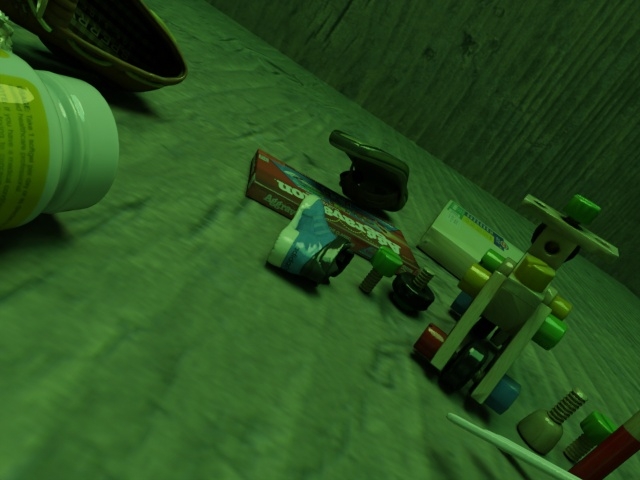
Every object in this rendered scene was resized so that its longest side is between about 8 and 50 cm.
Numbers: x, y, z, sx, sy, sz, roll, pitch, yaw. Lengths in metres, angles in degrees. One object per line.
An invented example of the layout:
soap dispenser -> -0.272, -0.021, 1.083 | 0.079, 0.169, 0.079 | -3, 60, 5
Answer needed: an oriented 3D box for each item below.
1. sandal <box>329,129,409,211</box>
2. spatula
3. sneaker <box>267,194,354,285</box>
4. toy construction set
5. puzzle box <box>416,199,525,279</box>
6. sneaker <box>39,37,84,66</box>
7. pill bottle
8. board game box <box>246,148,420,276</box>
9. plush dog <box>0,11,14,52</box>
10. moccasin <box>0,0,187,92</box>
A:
sandal -> 0.088, -0.093, 0.809 | 0.120, 0.086, 0.303 | 30, -5, 24
spatula -> 0.225, 0.204, 0.358 | 0.241, 0.019, 0.168 | 17, -14, 44
sneaker -> 0.000, 0.001, 0.559 | 0.084, 0.058, 0.152 | 28, 26, -1
toy construction set -> 0.259, 0.077, 0.538 | 0.257, 0.237, 0.309 | 14, 30, -42
puzzle box -> 0.361, 0.034, 1.031 | 0.272, 0.052, 0.409 | 38, 21, 10
sneaker -> -0.336, -0.278, 0.670 | 0.059, 0.053, 0.144 | 42, 15, 24
pill bottle -> -0.233, -0.060, 0.270 | 0.119, 0.119, 0.208 | 41, 22, 16
board game box -> 0.020, -0.041, 0.725 | 0.281, 0.027, 0.145 | 27, 24, -18
plush dog -> -0.344, -0.225, 0.305 | 0.262, 0.226, 0.211 | 22, 25, -30
moccasin -> -0.289, -0.283, 0.506 | 0.146, 0.139, 0.380 | 13, -16, 26
